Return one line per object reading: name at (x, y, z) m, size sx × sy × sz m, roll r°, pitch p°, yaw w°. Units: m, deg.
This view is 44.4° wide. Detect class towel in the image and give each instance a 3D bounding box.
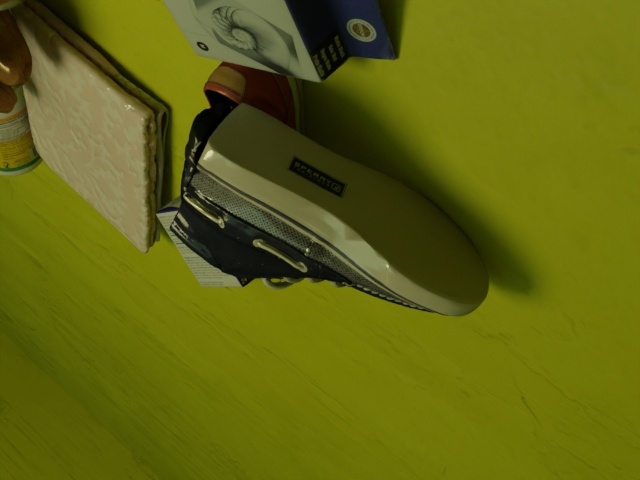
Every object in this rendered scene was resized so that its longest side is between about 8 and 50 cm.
towel at (-0.362, -0.176, 1.237) m, size 0.317 × 0.053 × 0.332 m, roll 40°, pitch 145°, yaw 17°

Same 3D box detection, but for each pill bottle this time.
pill bottle at (-0.563, -0.223, 1.381) m, size 0.117 × 0.117 × 0.208 m, roll 36°, pitch 146°, yaw 22°

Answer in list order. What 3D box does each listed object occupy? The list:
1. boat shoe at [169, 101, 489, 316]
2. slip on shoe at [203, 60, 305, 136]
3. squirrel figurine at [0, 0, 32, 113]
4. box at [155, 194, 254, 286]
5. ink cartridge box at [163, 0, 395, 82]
boat shoe at (0.000, 0.000, 0.834) m, size 0.340 × 0.127 × 0.158 m, roll 33°, pitch 135°, yaw -2°
slip on shoe at (-0.068, -0.078, 0.930) m, size 0.123 × 0.101 × 0.331 m, roll 25°, pitch 143°, yaw 31°
squirrel figurine at (-0.535, -0.367, 1.020) m, size 0.370 × 0.281 × 0.397 m, roll -39°, pitch 82°, yaw 41°
box at (-0.154, -0.006, 1.140) m, size 0.126 × 0.072 × 0.137 m, roll -3°, pitch 121°, yaw 53°
ink cartridge box at (-0.062, -0.234, 0.702) m, size 0.224 × 0.045 × 0.223 m, roll 16°, pitch 157°, yaw 28°
